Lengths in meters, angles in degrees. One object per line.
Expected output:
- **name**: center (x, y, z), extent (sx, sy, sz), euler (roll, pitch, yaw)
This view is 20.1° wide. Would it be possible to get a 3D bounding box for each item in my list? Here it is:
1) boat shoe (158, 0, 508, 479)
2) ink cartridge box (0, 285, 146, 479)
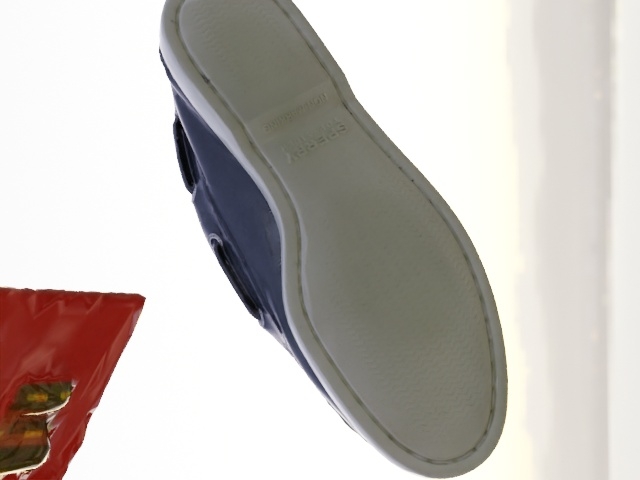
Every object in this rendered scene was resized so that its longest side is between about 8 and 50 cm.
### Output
- **boat shoe**: center (-0.004, 0.001, 1.090), extent (0.340, 0.127, 0.113), euler (56, 156, 13)
- **ink cartridge box**: center (-0.141, 0.201, 0.436), extent (0.385, 0.091, 0.308), euler (-66, -16, 4)
